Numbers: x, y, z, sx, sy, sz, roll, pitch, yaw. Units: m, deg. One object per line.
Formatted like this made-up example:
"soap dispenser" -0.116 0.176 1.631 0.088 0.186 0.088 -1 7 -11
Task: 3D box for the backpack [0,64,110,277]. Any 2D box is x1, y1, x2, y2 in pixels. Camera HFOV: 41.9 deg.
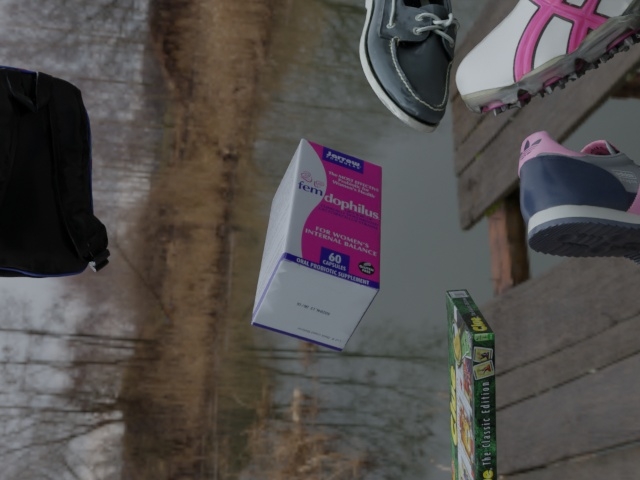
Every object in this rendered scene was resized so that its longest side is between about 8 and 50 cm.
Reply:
"backpack" -0.416 -0.091 1.077 0.277 0.213 0.263 5 -85 -57

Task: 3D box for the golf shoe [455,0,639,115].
"golf shoe" 0.130 -0.129 0.382 0.186 0.067 0.086 -35 88 37

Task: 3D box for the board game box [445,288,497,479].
"board game box" 0.168 0.198 0.933 0.136 0.030 0.259 -92 -2 -75

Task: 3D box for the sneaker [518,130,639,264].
"sneaker" 0.351 -0.049 0.929 0.112 0.319 0.131 -34 56 49

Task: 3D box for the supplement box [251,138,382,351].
"supplement box" 0.000 0.000 0.971 0.220 0.111 0.114 -85 17 -49

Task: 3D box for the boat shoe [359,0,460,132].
"boat shoe" 0.123 -0.275 1.076 0.099 0.116 0.319 -45 34 40
